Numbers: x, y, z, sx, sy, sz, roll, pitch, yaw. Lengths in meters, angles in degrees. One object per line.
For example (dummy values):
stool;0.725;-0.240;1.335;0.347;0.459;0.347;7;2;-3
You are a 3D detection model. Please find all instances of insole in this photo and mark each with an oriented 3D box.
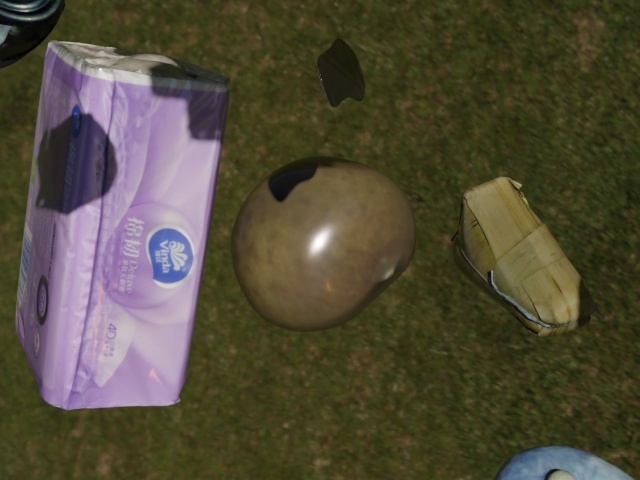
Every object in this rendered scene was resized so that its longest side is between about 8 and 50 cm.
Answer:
insole;0.017;-0.125;0.800;0.002;0.152;0.053;-16;102;15

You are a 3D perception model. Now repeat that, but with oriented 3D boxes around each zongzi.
zongzi;0.258;0.062;1.475;0.228;0.115;0.256;60;157;20

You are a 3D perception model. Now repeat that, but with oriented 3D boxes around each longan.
longan;0.000;0.000;1.220;0.220;0.196;0.196;-40;47;-7

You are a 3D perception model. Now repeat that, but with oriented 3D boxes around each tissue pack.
tissue pack;-0.208;-0.027;1.081;0.242;0.160;0.338;35;118;60

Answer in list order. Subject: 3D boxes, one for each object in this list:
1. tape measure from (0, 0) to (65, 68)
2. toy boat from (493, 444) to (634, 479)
tape measure;-0.173;-0.128;0.512;0.054;0.094;0.091;-32;49;36
toy boat;0.329;0.365;1.175;0.330;0.215;0.123;51;155;15
